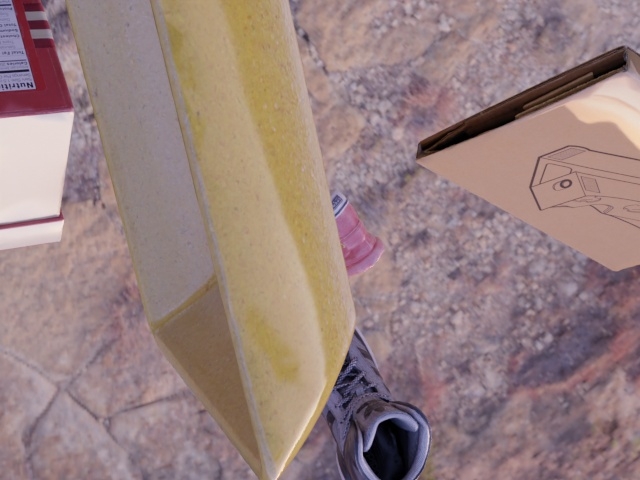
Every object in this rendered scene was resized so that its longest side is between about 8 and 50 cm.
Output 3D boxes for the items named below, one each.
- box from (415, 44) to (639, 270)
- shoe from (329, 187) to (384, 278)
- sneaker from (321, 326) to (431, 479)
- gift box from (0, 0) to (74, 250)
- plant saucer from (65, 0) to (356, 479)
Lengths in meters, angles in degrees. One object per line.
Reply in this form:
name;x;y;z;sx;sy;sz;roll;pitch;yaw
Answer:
box;0.188;-0.040;0.612;0.201;0.021;0.164;24;152;-30
shoe;0.000;0.000;0.983;0.063;0.178;0.081;-46;102;-18
sneaker;0.040;0.162;1.021;0.101;0.153;0.269;-25;84;-16
gift box;-0.383;-0.138;0.965;0.255;0.276;0.258;-5;149;-24
plant saucer;-0.077;-0.068;0.584;0.081;0.333;0.333;-16;102;-18
